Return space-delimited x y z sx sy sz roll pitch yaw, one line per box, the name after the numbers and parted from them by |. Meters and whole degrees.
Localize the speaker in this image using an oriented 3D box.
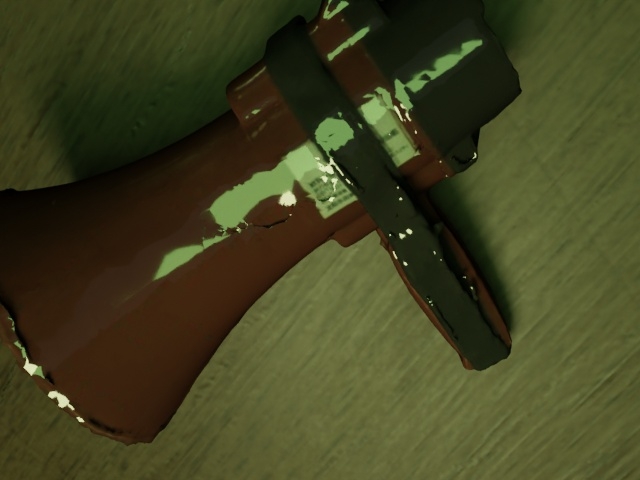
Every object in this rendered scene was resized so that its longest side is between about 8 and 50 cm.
-0.013 0.007 0.551 0.329 0.198 0.259 -27 88 11 | speaker
